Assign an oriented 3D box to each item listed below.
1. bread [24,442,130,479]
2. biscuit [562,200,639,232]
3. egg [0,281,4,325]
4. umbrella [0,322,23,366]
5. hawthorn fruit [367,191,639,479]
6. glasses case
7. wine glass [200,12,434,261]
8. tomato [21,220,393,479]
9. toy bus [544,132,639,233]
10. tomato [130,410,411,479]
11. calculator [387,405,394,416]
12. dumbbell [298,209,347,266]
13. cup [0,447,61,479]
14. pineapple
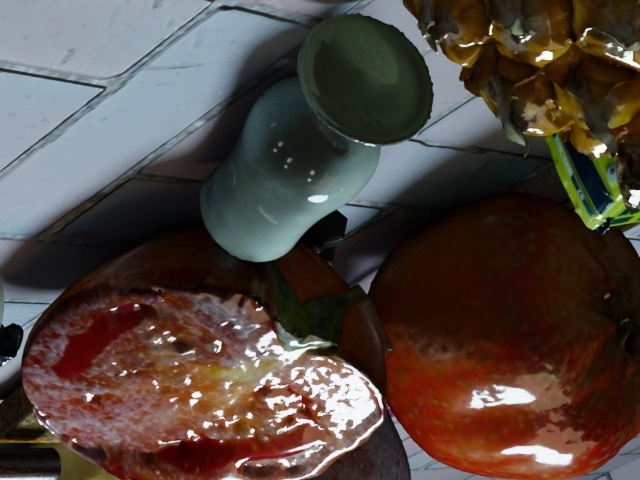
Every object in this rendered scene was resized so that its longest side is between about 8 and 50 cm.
[{"bbox_3d":[-0.219,0.354,1.941,0.394,0.250,0.361,-21,162,3],"label":"bread"},{"bbox_3d":[0.277,-0.021,1.689,0.188,0.052,0.056,-27,172,25],"label":"biscuit"},{"bbox_3d":[-0.301,0.058,1.282,0.135,0.103,0.103,-32,157,29],"label":"egg"},{"bbox_3d":[-0.328,0.106,1.457,0.224,0.080,0.071,-36,-170,48],"label":"umbrella"},{"bbox_3d":[0.164,0.099,1.607,0.330,0.287,0.287,-13,169,42],"label":"hawthorn fruit"},{"bbox_3d":[-0.240,0.136,1.634,0.075,0.049,0.218,6,149,-37],"label":"glasses case"},{"bbox_3d":[-0.012,-0.067,1.221,0.103,0.103,0.231,-9,163,-27],"label":"wine glass"},{"bbox_3d":[-0.094,0.080,1.448,0.309,0.170,0.309,6,135,6],"label":"tomato"},{"bbox_3d":[0.322,-0.096,1.411,0.262,0.128,0.150,-9,159,-28],"label":"toy bus"},{"bbox_3d":[-0.062,0.232,1.657,0.282,0.317,0.317,-28,162,-7],"label":"tomato"},{"bbox_3d":[0.099,0.198,2.149,0.126,0.034,0.190,-9,164,-28],"label":"calculator"},{"bbox_3d":[0.000,0.000,1.508,0.040,0.036,0.083,-15,160,-16],"label":"dumbbell"},{"bbox_3d":[-0.392,0.252,1.696,0.239,0.166,0.177,-48,149,8],"label":"cup"},{"bbox_3d":[0.230,-0.152,0.935,0.344,0.286,0.209,-14,160,-17],"label":"pineapple"}]
